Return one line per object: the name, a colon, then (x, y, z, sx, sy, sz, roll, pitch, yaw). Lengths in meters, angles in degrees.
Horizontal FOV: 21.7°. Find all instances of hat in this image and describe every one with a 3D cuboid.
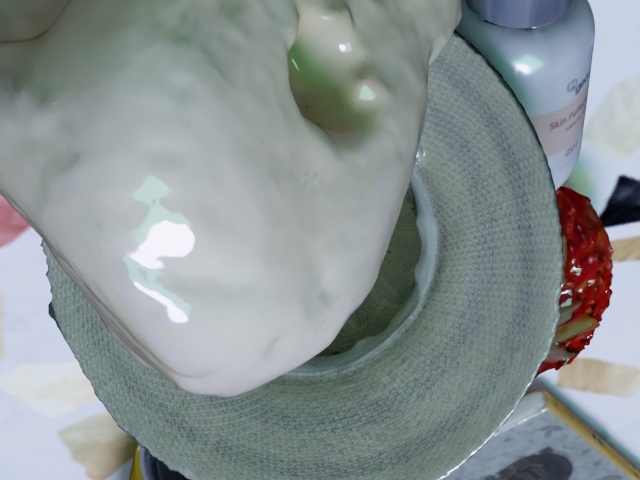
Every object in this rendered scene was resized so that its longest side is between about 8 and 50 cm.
hat: (0.000, 0.000, 0.803, 0.252, 0.252, 0.110, -31, 178, 17)

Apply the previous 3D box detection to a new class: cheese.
cheese: (-0.041, -0.074, 0.631, 0.251, 0.248, 0.173, -30, 137, 6)

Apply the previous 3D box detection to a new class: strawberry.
strawberry: (0.089, 0.025, 0.889, 0.145, 0.086, 0.145, -9, 137, -9)

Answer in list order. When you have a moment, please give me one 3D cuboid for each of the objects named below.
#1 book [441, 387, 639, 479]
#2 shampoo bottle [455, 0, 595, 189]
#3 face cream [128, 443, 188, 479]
book: (0.139, 0.249, 1.189, 0.269, 0.032, 0.389, -32, 135, 20)
shampoo bottle: (0.090, -0.102, 0.759, 0.074, 0.074, 0.192, -9, 137, -8)
face cream: (-0.092, 0.251, 1.056, 0.105, 0.105, 0.349, 1, 134, -18)
